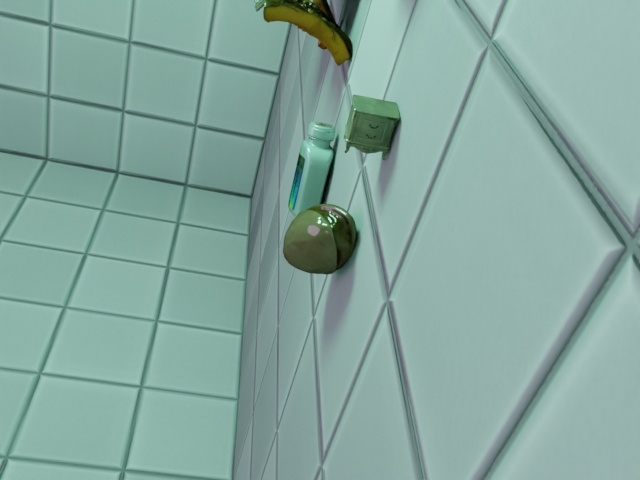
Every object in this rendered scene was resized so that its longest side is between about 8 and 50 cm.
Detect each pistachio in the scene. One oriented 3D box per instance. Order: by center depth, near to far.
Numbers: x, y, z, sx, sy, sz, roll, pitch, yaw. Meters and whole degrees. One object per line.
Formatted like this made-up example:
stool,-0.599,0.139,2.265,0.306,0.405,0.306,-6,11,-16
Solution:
pistachio,0.000,0.000,1.344,0.226,0.136,0.135,145,134,-66

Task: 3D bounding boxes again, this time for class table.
table,0.083,-0.189,1.162,0.062,0.079,0.083,-90,13,-53

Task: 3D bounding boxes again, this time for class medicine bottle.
medicine bottle,-0.019,-0.174,1.696,0.121,0.083,0.228,-107,28,-66

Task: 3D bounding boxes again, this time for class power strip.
power strip,0.009,-0.630,1.893,0.178,0.028,0.049,59,-150,-53

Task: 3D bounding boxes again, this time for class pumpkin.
pumpkin,-0.036,-0.556,1.747,0.095,0.258,0.290,-52,22,18

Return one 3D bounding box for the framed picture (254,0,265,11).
framed picture,-0.139,-0.802,1.866,0.232,0.019,0.296,-10,82,62
